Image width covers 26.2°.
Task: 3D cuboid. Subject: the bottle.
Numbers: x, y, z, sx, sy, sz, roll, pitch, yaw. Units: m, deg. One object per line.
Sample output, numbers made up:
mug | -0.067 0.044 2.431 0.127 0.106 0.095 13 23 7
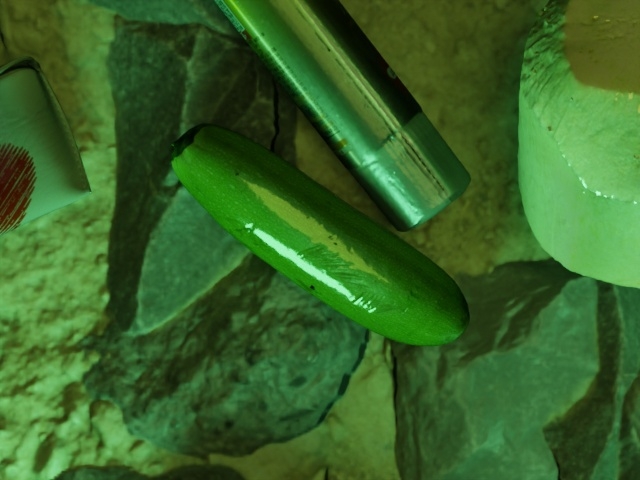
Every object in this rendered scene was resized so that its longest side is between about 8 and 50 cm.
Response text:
bottle | 0.010 -0.138 1.132 0.082 0.082 0.286 -39 98 -6

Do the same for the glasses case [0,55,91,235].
glasses case | -0.330 -0.022 1.079 0.308 0.083 0.128 -32 96 -7

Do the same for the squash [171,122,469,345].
squash | 0.000 0.001 1.137 0.292 0.082 0.082 34 87 -9

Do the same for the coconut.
coconut | 0.272 -0.089 1.108 0.239 0.244 0.239 -3 57 5
